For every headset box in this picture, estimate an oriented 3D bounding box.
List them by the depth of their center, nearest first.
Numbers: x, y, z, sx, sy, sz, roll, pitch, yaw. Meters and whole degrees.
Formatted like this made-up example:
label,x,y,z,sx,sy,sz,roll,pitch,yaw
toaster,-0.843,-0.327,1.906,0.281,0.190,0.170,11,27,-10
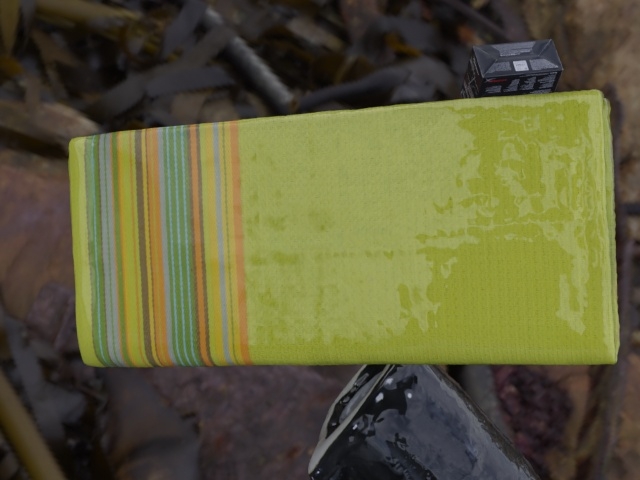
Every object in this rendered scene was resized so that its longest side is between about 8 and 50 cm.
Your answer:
label,x,y,z,sx,sy,sz,roll,pitch,yaw
headset box,0.139,-0.110,0.952,0.062,0.083,0.032,-7,60,-9

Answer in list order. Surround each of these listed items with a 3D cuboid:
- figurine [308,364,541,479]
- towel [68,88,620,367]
label,x,y,z,sx,sy,sz,roll,pitch,yaw
figurine,0.051,0.193,0.614,0.209,0.215,0.092,40,3,-2
towel,0.000,0.000,0.510,0.021,0.237,0.102,-3,90,-63
